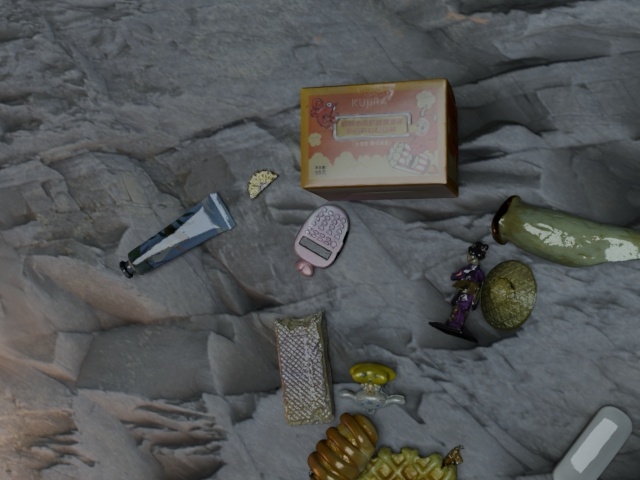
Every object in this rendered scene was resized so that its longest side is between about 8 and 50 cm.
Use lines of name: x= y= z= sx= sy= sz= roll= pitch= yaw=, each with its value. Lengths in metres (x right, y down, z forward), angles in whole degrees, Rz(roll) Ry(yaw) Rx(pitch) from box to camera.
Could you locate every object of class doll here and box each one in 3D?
doll: x=0.100 y=0.309 z=1.818 sx=0.135 sy=0.071 sz=0.113 roll=-19 pitch=102 yaw=18

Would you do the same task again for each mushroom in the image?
mushroom: x=0.504 y=0.001 z=1.716 sx=0.333 sy=0.087 sz=0.107 roll=18 pitch=91 yaw=11

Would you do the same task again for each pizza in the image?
pizza: x=0.271 y=0.460 z=1.788 sx=0.037 sy=0.016 sz=0.083 roll=28 pitch=96 yaw=14

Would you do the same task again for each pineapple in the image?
pineapple: x=-0.134 y=-0.129 z=1.905 sx=0.083 sy=0.019 sz=0.045 roll=-45 pitch=85 yaw=8

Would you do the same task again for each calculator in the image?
calculator: x=0.000 y=0.000 z=1.866 sx=0.103 sy=0.024 sz=0.166 roll=30 pitch=93 yaw=12

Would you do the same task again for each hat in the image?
hat: x=0.362 y=0.106 z=1.760 sx=0.145 sy=0.067 sz=0.146 roll=-4 pitch=99 yaw=-27

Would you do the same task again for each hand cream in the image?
hand cream: x=-0.325 y=-0.003 z=1.931 sx=0.271 sy=0.058 sz=0.091 roll=-31 pitch=85 yaw=5

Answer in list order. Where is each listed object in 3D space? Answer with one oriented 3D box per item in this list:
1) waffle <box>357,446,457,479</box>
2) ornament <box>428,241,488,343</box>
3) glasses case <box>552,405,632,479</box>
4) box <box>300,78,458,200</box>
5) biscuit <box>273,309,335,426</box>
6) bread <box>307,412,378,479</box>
waffle: x=0.170 y=0.557 z=1.783 sx=0.249 sy=0.056 sz=0.262 roll=-3 pitch=87 yaw=18
ornament: x=0.291 y=0.100 z=1.774 sx=0.081 sy=0.088 sz=0.203 roll=5 pitch=76 yaw=37
glasses case: x=0.535 y=0.414 z=1.710 sx=0.076 sy=0.049 sz=0.197 roll=35 pitch=96 yaw=12
box: x=0.125 y=-0.194 z=1.721 sx=0.283 sy=0.259 sz=0.214 roll=-2 pitch=85 yaw=13
biscuit: x=-0.031 y=0.271 z=1.846 sx=0.108 sy=0.062 sz=0.239 roll=-7 pitch=88 yaw=11
bread: x=0.043 y=0.437 z=1.797 sx=0.177 sy=0.084 sz=0.119 roll=-56 pitch=35 yaw=3
